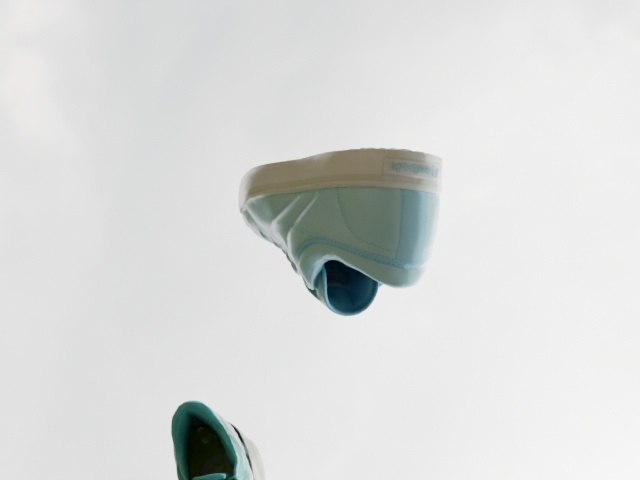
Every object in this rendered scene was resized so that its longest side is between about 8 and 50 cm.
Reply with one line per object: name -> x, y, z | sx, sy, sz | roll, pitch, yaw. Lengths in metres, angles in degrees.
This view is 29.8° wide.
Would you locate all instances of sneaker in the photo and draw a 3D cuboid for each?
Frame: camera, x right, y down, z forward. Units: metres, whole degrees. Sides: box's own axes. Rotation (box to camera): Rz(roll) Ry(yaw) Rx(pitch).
sneaker -> -0.095, 0.276, 1.160 | 0.107, 0.110, 0.275 | -25, -130, -1
sneaker -> 0.000, 0.000, 1.208 | 0.366, 0.135, 0.150 | 168, -71, -70
